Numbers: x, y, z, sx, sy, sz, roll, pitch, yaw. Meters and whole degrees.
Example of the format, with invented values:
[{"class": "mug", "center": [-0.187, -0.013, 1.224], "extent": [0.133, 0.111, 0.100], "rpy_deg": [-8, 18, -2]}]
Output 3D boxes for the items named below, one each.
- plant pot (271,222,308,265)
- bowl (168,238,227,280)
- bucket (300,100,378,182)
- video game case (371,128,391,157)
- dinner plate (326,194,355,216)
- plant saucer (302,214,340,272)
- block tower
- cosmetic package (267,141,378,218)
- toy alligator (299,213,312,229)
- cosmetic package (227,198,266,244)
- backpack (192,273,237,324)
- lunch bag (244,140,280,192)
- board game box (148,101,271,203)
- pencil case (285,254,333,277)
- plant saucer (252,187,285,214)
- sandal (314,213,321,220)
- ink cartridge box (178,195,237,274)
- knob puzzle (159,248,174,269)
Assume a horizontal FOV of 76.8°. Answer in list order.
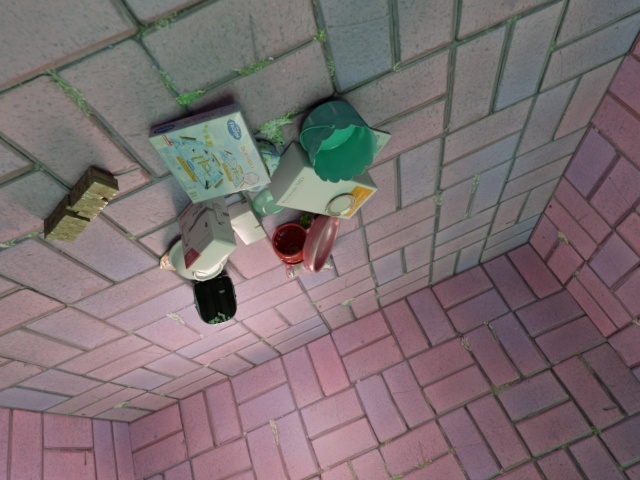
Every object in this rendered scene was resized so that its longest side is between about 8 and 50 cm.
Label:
[{"class": "plant pot", "center": [-0.144, 0.031, 2.098], "extent": [0.191, 0.191, 0.174], "rpy_deg": [-23, 153, -4]}, {"class": "bowl", "center": [-0.555, 0.095, 1.915], "extent": [0.297, 0.134, 0.298], "rpy_deg": [-25, 151, -15]}, {"class": "bucket", "center": [0.065, -0.377, 1.543], "extent": [0.281, 0.183, 0.281], "rpy_deg": [-17, 147, -12]}, {"class": "video game case", "center": [0.223, -0.428, 1.814], "extent": [0.143, 0.019, 0.157], "rpy_deg": [1, 141, -37]}, {"class": "dinner plate", "center": [0.091, -0.159, 1.819], "extent": [0.141, 0.017, 0.141], "rpy_deg": [-19, 150, -11]}, {"class": "plant saucer", "center": [0.000, 0.000, 2.034], "extent": [0.332, 0.084, 0.332], "rpy_deg": [20, 90, -75]}, {"class": "block tower", "center": [-0.857, -0.120, 1.443], "extent": [0.335, 0.091, 0.097], "rpy_deg": [-36, 147, 20]}, {"class": "cosmetic package", "center": [0.013, -0.251, 1.799], "extent": [0.453, 0.162, 0.230], "rpy_deg": [8, 137, -42]}, {"class": "toy alligator", "center": [-0.073, -0.088, 2.105], "extent": [0.051, 0.056, 0.190], "rpy_deg": [-58, 169, -31]}, {"class": "cosmetic package", "center": [-0.345, -0.083, 1.879], "extent": [0.117, 0.086, 0.231], "rpy_deg": [-25, 151, 0]}, {"class": "backpack", "center": [-0.571, 0.334, 2.203], "extent": [0.225, 0.254, 0.191], "rpy_deg": [-14, 168, -21]}, {"class": "lunch bag", "center": [-0.273, -0.294, 1.595], "extent": [0.176, 0.090, 0.219], "rpy_deg": [1, 141, -38]}, {"class": "board game box", "center": [-0.376, -0.297, 1.432], "extent": [0.317, 0.066, 0.319], "rpy_deg": [-14, 140, 5]}, {"class": "pencil case", "center": [-0.068, 0.144, 2.398], "extent": [0.284, 0.124, 0.124], "rpy_deg": [-11, 147, -21]}, {"class": "plant saucer", "center": [-0.218, -0.172, 1.878], "extent": [0.194, 0.037, 0.195], "rpy_deg": [-18, 148, -11]}, {"class": "sandal", "center": [0.088, -0.154, 2.108], "extent": [0.254, 0.054, 0.097], "rpy_deg": [-32, 149, 13]}, {"class": "ink cartridge box", "center": [-0.472, -0.037, 1.662], "extent": [0.207, 0.283, 0.117], "rpy_deg": [-41, 142, 26]}, {"class": "knob puzzle", "center": [-0.689, 0.099, 1.967], "extent": [0.213, 0.030, 0.213], "rpy_deg": [-18, 150, -11]}]
